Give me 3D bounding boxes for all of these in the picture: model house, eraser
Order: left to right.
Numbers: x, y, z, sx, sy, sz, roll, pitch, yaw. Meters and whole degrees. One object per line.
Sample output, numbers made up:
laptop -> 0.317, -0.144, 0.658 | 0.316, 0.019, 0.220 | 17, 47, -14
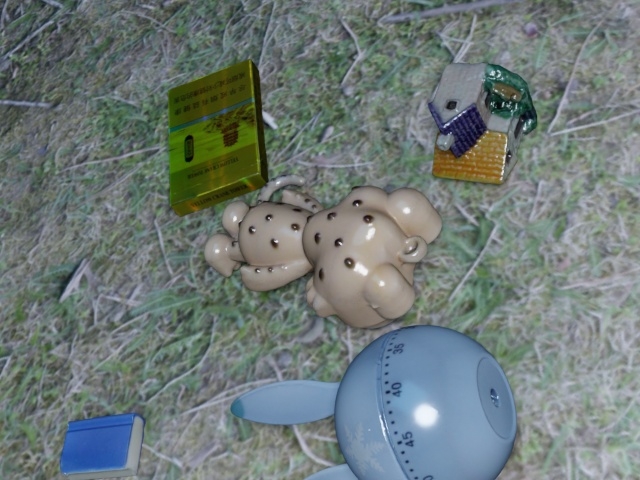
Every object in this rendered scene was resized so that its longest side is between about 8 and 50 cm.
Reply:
eraser -> -0.231, 0.219, 1.112 | 0.084, 0.027, 0.063 | -10, 56, 21
model house -> 0.162, -0.117, 1.086 | 0.087, 0.101, 0.100 | 12, 67, 31

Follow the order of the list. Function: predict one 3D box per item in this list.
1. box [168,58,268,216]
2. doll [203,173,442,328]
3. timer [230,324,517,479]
box -> -0.129, -0.129, 1.291 | 0.121, 0.030, 0.193 | -18, 53, 16
doll -> -0.002, 0.002, 1.094 | 0.278, 0.119, 0.154 | 16, 66, 45
timer -> 0.062, 0.163, 0.944 | 0.255, 0.175, 0.175 | -22, 45, 52
